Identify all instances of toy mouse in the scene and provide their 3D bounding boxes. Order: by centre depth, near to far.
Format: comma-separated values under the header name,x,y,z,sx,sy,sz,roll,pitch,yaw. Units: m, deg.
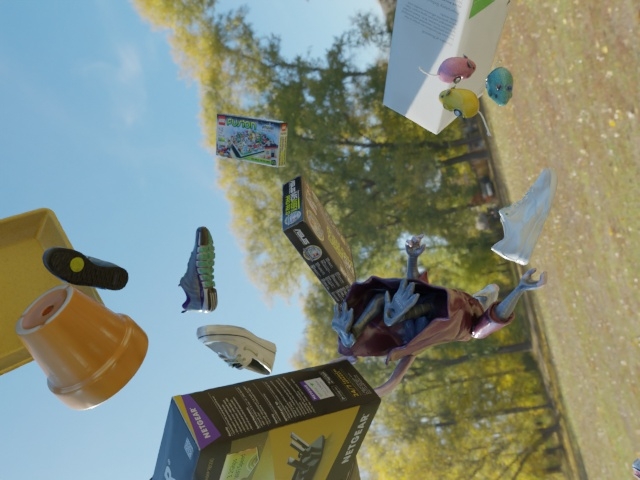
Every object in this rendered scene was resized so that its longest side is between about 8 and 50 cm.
name,x,y,z,sx,sy,sz,roll,pitch,yaw
toy mouse,0.230,-0.240,0.825,0.161,0.143,0.031,39,157,25

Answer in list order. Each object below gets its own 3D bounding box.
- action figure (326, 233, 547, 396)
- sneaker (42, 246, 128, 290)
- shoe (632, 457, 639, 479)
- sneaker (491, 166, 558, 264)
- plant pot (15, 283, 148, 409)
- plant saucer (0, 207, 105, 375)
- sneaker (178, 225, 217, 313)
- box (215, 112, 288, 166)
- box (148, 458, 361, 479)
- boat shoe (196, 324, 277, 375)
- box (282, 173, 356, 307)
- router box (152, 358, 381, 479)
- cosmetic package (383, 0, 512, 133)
name,x,y,z,sx,sy,sz,roll,pitch,yaw
action figure,0.218,0.143,0.983,0.370,0.248,0.275,8,-82,-46
sneaker,-0.519,0.062,1.213,0.209,0.082,0.069,31,-108,-57
shoe,0.512,0.402,0.801,0.178,0.081,0.063,40,178,15
sneaker,0.425,-0.062,1.173,0.080,0.094,0.212,25,-94,-75
plant pot,-0.480,0.194,1.108,0.205,0.205,0.188,-84,-29,-50
plant saucer,-0.698,0.123,1.252,0.333,0.081,0.332,-25,-98,-42
sneaker,-0.325,0.076,1.436,0.083,0.098,0.223,31,-127,-76
box,-0.181,-0.262,1.456,0.036,0.207,0.114,-22,-59,-56
box,-0.137,0.753,1.324,0.297,0.472,0.479,-60,-36,-59
boat shoe,-0.170,0.239,1.203,0.226,0.083,0.075,27,-131,-45
box,0.000,0.000,1.373,0.270,0.060,0.216,55,-164,-30
router box,-0.083,0.306,0.697,0.243,0.308,0.081,-3,-147,-37
cosmetic package,0.253,-0.421,1.103,0.197,0.155,0.365,-43,-26,-26
